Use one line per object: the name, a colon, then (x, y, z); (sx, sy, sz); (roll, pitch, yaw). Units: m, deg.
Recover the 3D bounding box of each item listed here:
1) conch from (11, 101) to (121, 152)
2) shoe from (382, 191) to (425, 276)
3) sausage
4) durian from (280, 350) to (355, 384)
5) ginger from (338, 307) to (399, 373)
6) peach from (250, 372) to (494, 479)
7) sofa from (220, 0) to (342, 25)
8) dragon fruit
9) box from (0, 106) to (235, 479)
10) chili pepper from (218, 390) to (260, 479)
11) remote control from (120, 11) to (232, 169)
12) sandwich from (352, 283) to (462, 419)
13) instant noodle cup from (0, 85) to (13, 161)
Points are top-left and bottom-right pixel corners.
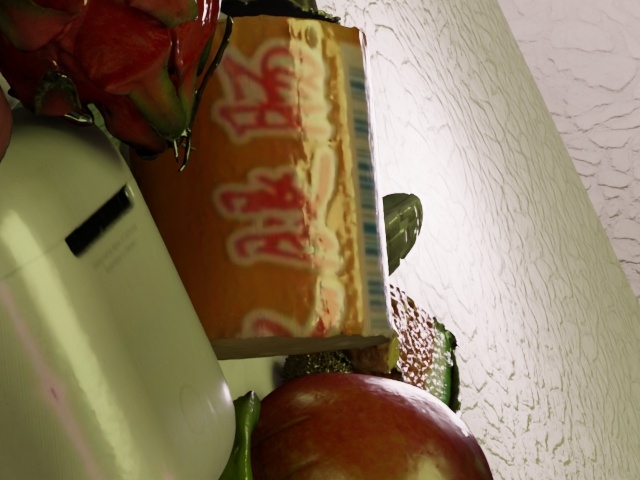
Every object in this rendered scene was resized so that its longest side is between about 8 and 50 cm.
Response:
conch: (-0.221, -0.105, 1.550); (0.114, 0.137, 0.233); (-1, 106, -46)
shoe: (0.000, 0.000, 1.952); (0.125, 0.228, 0.099); (49, -21, 33)
sausage: (-0.056, -0.039, 1.632); (0.233, 0.233, 0.287); (7, 79, -69)
durian: (-0.007, 0.146, 1.948); (0.080, 0.091, 0.080); (-9, 104, -41)
ginger: (0.032, 0.076, 2.017); (0.205, 0.081, 0.115); (48, 7, 31)
peach: (0.048, 0.252, 1.825); (0.248, 0.245, 0.274); (99, -33, -70)
sofa: (-0.082, -0.297, 2.017); (0.258, 0.182, 0.200); (29, 44, -63)
dragon fruit: (-0.173, -0.180, 1.382); (0.233, 0.234, 0.293); (-82, 153, -55)
box: (-0.191, 0.077, 1.395); (0.349, 0.141, 0.288); (66, 20, -12)
chili pepper: (-0.075, 0.229, 1.705); (0.052, 0.050, 0.201); (112, -22, -56)
remote control: (-0.098, -0.078, 1.808); (0.221, 0.103, 0.332); (-27, 97, -44)
sandwich: (0.075, 0.155, 2.117); (0.212, 0.109, 0.292); (49, 22, -27)
instant noodle cup: (-0.311, -0.110, 1.154); (0.234, 0.235, 0.178); (-89, 160, -47)
